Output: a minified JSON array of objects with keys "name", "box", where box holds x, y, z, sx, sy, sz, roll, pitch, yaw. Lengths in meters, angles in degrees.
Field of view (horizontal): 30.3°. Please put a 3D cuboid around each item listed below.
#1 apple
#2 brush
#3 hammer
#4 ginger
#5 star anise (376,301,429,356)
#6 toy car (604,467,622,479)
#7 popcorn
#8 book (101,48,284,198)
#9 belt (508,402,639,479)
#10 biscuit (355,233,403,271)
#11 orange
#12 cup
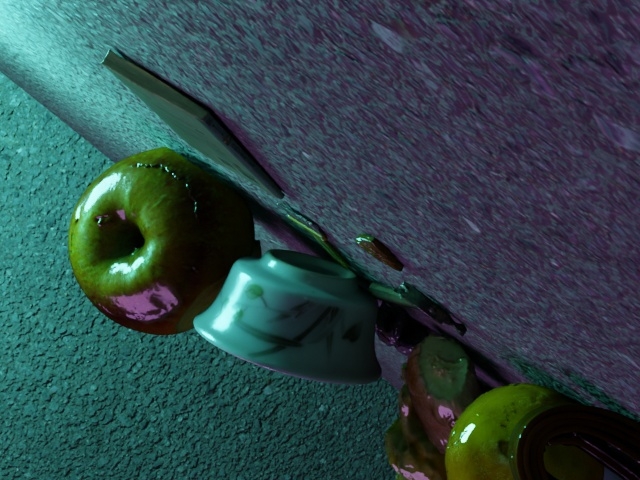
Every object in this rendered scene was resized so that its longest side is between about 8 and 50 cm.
[{"name":"apple","box":[-0.279,0.000,2.269,0.384,0.374,0.374,-14,144,27]},{"name":"brush","box":[0.000,0.000,1.988,0.082,0.010,0.218,32,172,32]},{"name":"hammer","box":[0.136,0.099,1.914,0.125,0.027,0.297,38,174,-15]},{"name":"ginger","box":[0.233,0.288,2.054,0.275,0.130,0.221,58,174,-16]},{"name":"star anise","box":[0.160,0.181,2.200,0.204,0.061,0.180,30,170,44]},{"name":"toy car","box":[0.439,0.432,2.076,0.270,0.180,0.212,39,-176,-12]},{"name":"popcorn","box":[0.270,0.413,2.382,0.336,0.279,0.274,20,-174,24]},{"name":"book","box":[-0.181,-0.162,1.743,0.215,0.025,0.282,32,173,28]},{"name":"belt","box":[0.370,0.319,1.550,0.261,0.184,0.105,37,172,4]},{"name":"biscuit","box":[0.080,0.015,1.668,0.082,0.016,0.092,35,175,14]},{"name":"orange","box":[0.303,0.330,1.755,0.240,0.240,0.240,36,173,5]},{"name":"cup","box":[-0.038,0.116,2.090,0.347,0.163,0.347,15,-170,-3]}]
